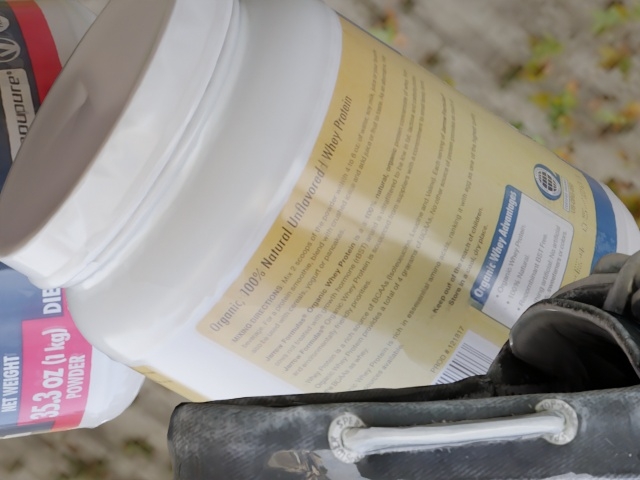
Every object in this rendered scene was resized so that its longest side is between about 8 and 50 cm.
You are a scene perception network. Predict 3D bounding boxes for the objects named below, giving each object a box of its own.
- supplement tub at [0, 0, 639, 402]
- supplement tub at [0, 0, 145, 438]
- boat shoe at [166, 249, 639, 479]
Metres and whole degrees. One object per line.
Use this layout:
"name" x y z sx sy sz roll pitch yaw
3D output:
"supplement tub" 0.000 0.000 0.634 0.144 0.200 0.144 -47 -155 29
"supplement tub" -0.217 -0.001 0.743 0.191 0.272 0.191 173 -90 -72
"boat shoe" 0.090 0.054 0.502 0.306 0.105 0.113 -9 180 -31
